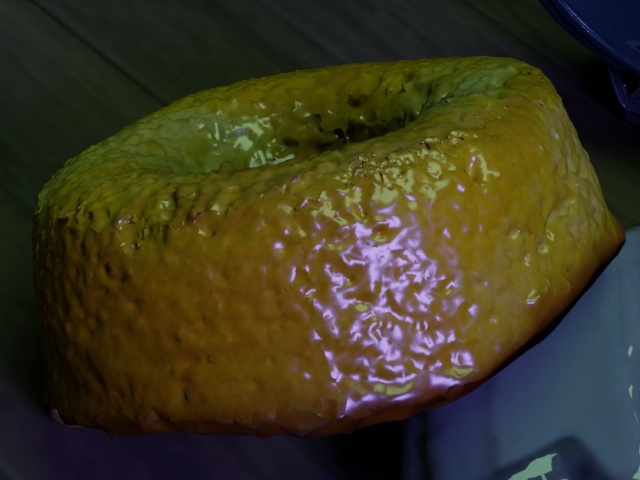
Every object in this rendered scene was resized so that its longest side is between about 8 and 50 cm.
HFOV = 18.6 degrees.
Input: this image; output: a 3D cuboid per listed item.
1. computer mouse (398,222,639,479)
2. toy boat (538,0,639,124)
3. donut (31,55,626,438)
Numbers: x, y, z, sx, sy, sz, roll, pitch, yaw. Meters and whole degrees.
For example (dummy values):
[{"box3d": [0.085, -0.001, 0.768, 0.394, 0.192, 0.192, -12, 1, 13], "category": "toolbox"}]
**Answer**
[{"box3d": [0.230, 0.082, 0.861, 0.429, 0.145, 0.228, -18, 61, -26], "category": "computer mouse"}, {"box3d": [0.232, -0.117, 1.101, 0.296, 0.122, 0.114, 12, 58, -29], "category": "toy boat"}, {"box3d": [-0.002, 0.001, 0.790, 0.253, 0.118, 0.253, -11, 13, 3], "category": "donut"}]
